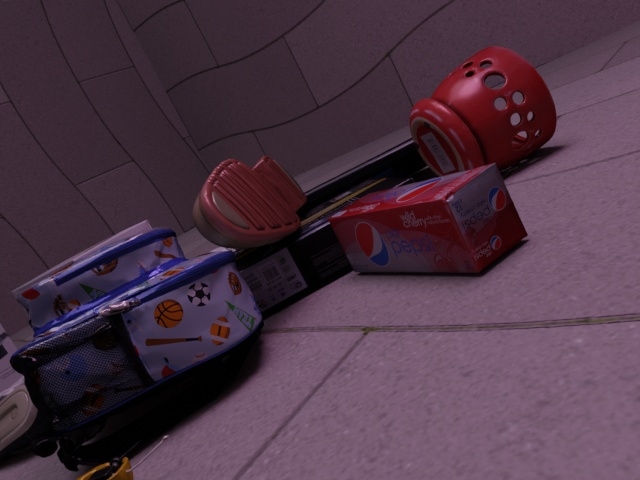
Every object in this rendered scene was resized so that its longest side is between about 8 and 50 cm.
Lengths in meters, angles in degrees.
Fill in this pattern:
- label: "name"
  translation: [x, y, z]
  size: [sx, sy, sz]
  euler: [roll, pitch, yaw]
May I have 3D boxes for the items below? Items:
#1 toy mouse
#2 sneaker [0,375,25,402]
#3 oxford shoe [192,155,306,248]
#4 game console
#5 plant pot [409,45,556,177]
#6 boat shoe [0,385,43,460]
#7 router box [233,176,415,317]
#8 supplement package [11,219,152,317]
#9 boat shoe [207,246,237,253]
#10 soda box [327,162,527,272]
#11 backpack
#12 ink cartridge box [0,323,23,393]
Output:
- label: "toy mouse"
  translation: [-0.207, 0.237, 0.475]
  size: [0.161, 0.031, 0.143]
  euler: [-26, 10, 13]
- label: "sneaker"
  translation: [-0.404, 0.208, 0.910]
  size: [0.232, 0.090, 0.115]
  euler: [-22, 24, 23]
- label: "oxford shoe"
  translation: [-0.120, -0.033, 0.910]
  size: [0.146, 0.140, 0.397]
  euler: [-42, 1, 13]
- label: "game console"
  translation: [0.074, -0.115, 1.254]
  size: [0.386, 0.060, 0.342]
  euler: [-27, 1, 7]
- label: "plant pot"
  translation: [0.258, -0.193, 0.967]
  size: [0.174, 0.191, 0.191]
  euler: [-36, 12, -11]
- label: "boat shoe"
  translation: [-0.445, 0.277, 0.834]
  size: [0.233, 0.084, 0.079]
  euler: [-30, -30, 24]
- label: "router box"
  translation: [0.000, 0.000, 0.965]
  size: [0.308, 0.081, 0.243]
  euler: [-29, 10, -4]
- label: "supplement package"
  translation: [-0.357, 0.112, 0.986]
  size: [0.261, 0.204, 0.145]
  euler: [-19, 13, 42]
- label: "boat shoe"
  translation: [-0.178, 0.027, 1.234]
  size: [0.226, 0.083, 0.076]
  euler: [-38, -11, -46]
- label: "soda box"
  translation: [0.116, -0.017, 0.719]
  size: [0.083, 0.092, 0.263]
  euler: [-31, 10, -24]
- label: "backpack"
  translation: [-0.207, 0.100, 0.708]
  size: [0.263, 0.213, 0.276]
  euler: [-19, 6, -11]
- label: "ink cartridge box"
  translation: [-0.731, 0.243, 1.291]
  size: [0.086, 0.209, 0.153]
  euler: [-35, 12, -35]
